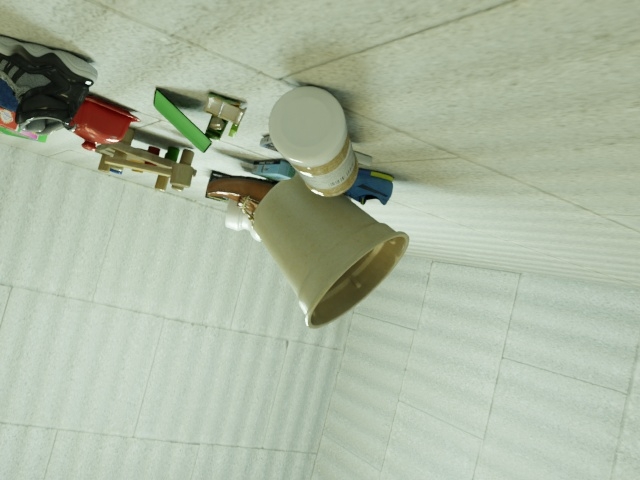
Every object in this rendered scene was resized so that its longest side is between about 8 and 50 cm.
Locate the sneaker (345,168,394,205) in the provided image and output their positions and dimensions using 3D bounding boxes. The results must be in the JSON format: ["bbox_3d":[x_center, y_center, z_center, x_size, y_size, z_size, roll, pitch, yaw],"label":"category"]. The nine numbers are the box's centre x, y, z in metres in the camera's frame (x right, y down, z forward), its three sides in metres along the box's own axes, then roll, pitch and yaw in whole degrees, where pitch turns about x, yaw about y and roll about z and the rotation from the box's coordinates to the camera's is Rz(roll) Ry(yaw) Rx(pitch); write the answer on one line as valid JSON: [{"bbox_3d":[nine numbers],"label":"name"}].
[{"bbox_3d":[0.075,-0.135,1.631,0.209,0.082,0.069,14,178,23],"label":"sneaker"}]

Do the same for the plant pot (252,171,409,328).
[{"bbox_3d":[0.000,0.000,1.699,0.305,0.334,0.334,47,-172,20],"label":"plant pot"}]

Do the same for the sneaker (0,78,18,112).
[{"bbox_3d":[-0.767,-0.358,1.545,0.232,0.081,0.090,24,175,-28],"label":"sneaker"}]

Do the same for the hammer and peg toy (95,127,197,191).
[{"bbox_3d":[-0.498,-0.236,1.929,0.266,0.127,0.361,18,175,-28],"label":"hammer and peg toy"}]

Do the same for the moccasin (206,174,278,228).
[{"bbox_3d":[-0.145,-0.094,1.929,0.380,0.147,0.139,16,179,-6],"label":"moccasin"}]

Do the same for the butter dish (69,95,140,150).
[{"bbox_3d":[-0.541,-0.273,1.602,0.160,0.118,0.160,10,175,43],"label":"butter dish"}]

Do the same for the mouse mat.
[{"bbox_3d":[-0.290,-0.246,1.399,0.152,0.007,0.189,44,169,-12],"label":"mouse mat"}]

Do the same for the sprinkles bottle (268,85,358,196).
[{"bbox_3d":[-0.002,-0.163,1.193,0.121,0.121,0.355,14,176,8],"label":"sprinkles bottle"}]

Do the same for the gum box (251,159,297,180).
[{"bbox_3d":[-0.075,-0.177,1.859,0.184,0.041,0.157,16,176,-33],"label":"gum box"}]

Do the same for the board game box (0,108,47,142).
[{"bbox_3d":[-1.042,-0.394,2.070,0.242,0.064,0.316,13,176,18],"label":"board game box"}]

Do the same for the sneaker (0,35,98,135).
[{"bbox_3d":[-0.555,-0.283,1.234,0.268,0.153,0.101,14,176,9],"label":"sneaker"}]

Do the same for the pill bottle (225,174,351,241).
[{"bbox_3d":[-0.099,-0.081,2.093,0.362,0.210,0.210,15,176,2],"label":"pill bottle"}]

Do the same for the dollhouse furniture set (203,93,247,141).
[{"bbox_3d":[-0.187,-0.253,1.308,0.076,0.059,0.152,22,156,-10],"label":"dollhouse furniture set"}]

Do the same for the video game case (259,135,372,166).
[{"bbox_3d":[-0.014,-0.198,1.483,0.201,0.023,0.183,15,176,-24],"label":"video game case"}]

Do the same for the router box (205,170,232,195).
[{"bbox_3d":[-0.262,-0.163,2.442,0.308,0.081,0.243,15,176,-11],"label":"router box"}]
